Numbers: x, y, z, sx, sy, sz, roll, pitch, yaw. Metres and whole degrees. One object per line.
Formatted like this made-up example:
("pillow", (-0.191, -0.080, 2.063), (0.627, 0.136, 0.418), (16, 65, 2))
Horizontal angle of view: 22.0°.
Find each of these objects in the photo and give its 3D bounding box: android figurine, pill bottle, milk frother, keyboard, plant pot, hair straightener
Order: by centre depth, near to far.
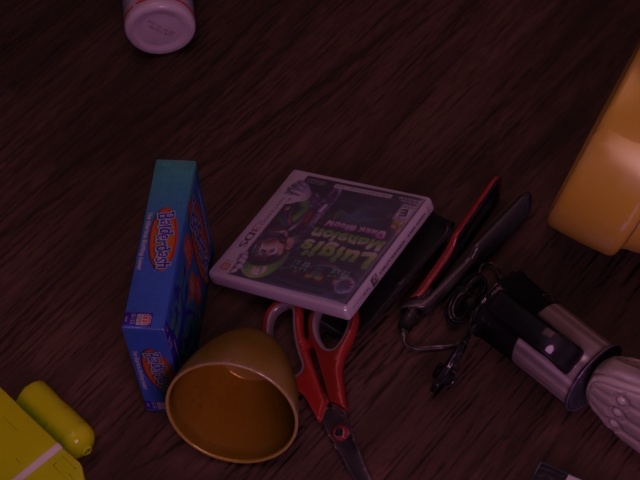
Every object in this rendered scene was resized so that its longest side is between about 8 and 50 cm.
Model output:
("android figurine", (-0.338, 0.247, 1.635), (0.273, 0.056, 0.248), (36, 65, 28))
("plant pot", (-0.079, 0.142, 1.651), (0.134, 0.134, 0.095), (5, 38, 10))
("milk frother", (0.201, 0.125, 1.657), (0.134, 0.129, 0.143), (39, 109, 29))
("plant pot", (0.394, -0.075, 1.694), (0.239, 0.254, 0.254), (27, 60, 6))
("hair straightener", (0.162, 0.032, 1.746), (0.089, 0.047, 0.230), (28, 61, 24))
("keyboard", (0.053, 0.025, 1.766), (0.108, 0.023, 0.180), (30, 67, 31))
("pill bottle", (-0.201, -0.312, 2.010), (0.087, 0.087, 0.160), (-8, 53, 0))

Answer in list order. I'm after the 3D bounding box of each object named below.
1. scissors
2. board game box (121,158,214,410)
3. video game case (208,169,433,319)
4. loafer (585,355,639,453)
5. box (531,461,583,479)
("scissors", (0.007, 0.185, 1.669), (0.109, 0.021, 0.297), (-17, 63, 13))
("board game box", (-0.154, 0.047, 1.699), (0.047, 0.160, 0.210), (2, 55, 7))
("video game case", (0.000, 0.000, 1.764), (0.190, 0.022, 0.173), (14, 52, 36))
("loafer", (0.415, 0.181, 1.581), (0.319, 0.112, 0.111), (22, 54, 11))
("box", (0.293, 0.305, 1.525), (0.244, 0.060, 0.100), (22, 59, 20))
